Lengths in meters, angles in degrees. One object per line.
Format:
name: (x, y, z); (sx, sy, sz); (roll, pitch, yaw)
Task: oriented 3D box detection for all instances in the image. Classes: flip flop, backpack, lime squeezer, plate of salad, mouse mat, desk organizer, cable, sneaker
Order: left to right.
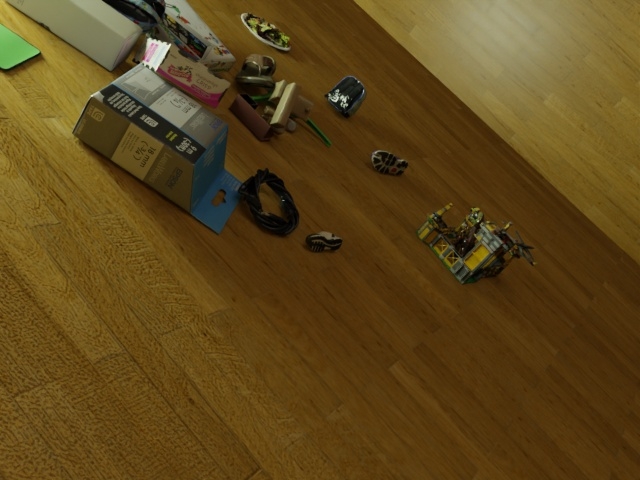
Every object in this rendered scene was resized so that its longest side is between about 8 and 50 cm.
mouse mat: (-0.664, -0.407, 1.372); (0.189, 0.007, 0.153); (33, 28, -10)
backpack: (-0.475, -0.574, 1.706); (0.173, 0.117, 0.158); (25, 49, -22)
desk organizer: (-0.171, -0.316, 1.791); (0.130, 0.050, 0.047); (47, 28, 13)
flip flop: (-0.174, -0.496, 1.985); (0.112, 0.080, 0.277); (10, 29, -1)
plate of salad: (-0.180, -0.721, 2.385); (0.199, 0.048, 0.200); (30, 30, -19)
cable: (-0.100, -0.087, 1.532); (0.150, 0.047, 0.184); (45, 26, -4)
lime squeezer: (-0.091, -0.371, 1.966); (0.310, 0.059, 0.110); (23, 31, -29)
sneaker: (0.000, 0.000, 1.554); (0.043, 0.040, 0.109); (38, 19, 34)
backpack: (0.091, -0.470, 2.272); (0.105, 0.114, 0.084); (47, 9, 18)
sneaker: (0.199, -0.242, 2.142); (0.071, 0.068, 0.169); (39, 14, 33)

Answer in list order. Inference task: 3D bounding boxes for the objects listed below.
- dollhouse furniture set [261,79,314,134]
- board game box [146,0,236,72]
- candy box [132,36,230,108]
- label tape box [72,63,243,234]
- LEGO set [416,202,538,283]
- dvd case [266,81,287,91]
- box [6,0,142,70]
dollhouse furniture set: (-0.065, -0.339, 1.852); (0.123, 0.144, 0.151); (26, -9, -24)
board game box: (-0.385, -0.567, 1.855); (0.305, 0.053, 0.193); (51, 35, 10)
candy box: (-0.319, -0.380, 1.575); (0.159, 0.071, 0.233); (29, 3, -32)
label tape box: (-0.287, -0.193, 1.407); (0.333, 0.106, 0.241); (34, 28, -9)
LEGO set: (0.452, -0.021, 1.960); (0.331, 0.192, 0.255); (8, 41, -46)
dvd case: (-0.111, -0.442, 2.093); (0.087, 0.013, 0.119); (44, 29, 9)
box: (-0.551, -0.507, 1.565); (0.275, 0.094, 0.113); (35, 28, -10)
